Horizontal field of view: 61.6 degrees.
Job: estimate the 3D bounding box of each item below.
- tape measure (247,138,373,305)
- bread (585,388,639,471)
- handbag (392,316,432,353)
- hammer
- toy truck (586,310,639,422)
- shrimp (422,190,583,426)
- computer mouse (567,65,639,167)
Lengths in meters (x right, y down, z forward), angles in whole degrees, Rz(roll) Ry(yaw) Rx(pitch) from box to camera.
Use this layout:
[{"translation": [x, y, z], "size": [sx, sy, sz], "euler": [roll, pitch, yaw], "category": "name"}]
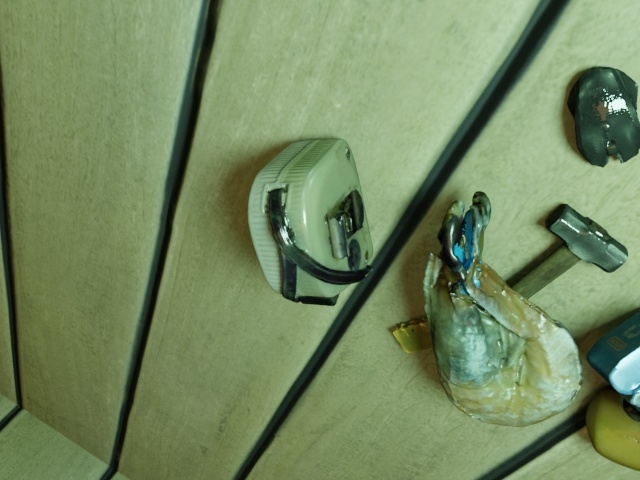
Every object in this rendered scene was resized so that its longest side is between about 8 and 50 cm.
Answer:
[{"translation": [0.000, 0.000, 0.831], "size": [0.133, 0.231, 0.271], "euler": [2, 124, 24], "category": "tape measure"}, {"translation": [0.550, 0.322, 0.867], "size": [0.217, 0.098, 0.147], "euler": [-1, 119, 27], "category": "bread"}, {"translation": [0.184, 0.174, 0.999], "size": [0.083, 0.027, 0.061], "euler": [-25, 108, 35], "category": "handbag"}, {"translation": [0.298, 0.094, 0.855], "size": [0.111, 0.043, 0.365], "euler": [36, 129, -2], "category": "hammer"}, {"translation": [0.563, 0.229, 0.723], "size": [0.367, 0.146, 0.175], "euler": [23, 98, 9], "category": "toy truck"}, {"translation": [0.267, 0.135, 0.818], "size": [0.221, 0.110, 0.446], "euler": [-9, 122, 26], "category": "shrimp"}, {"translation": [0.350, -0.146, 0.660], "size": [0.079, 0.047, 0.135], "euler": [-8, 121, 33], "category": "computer mouse"}]
